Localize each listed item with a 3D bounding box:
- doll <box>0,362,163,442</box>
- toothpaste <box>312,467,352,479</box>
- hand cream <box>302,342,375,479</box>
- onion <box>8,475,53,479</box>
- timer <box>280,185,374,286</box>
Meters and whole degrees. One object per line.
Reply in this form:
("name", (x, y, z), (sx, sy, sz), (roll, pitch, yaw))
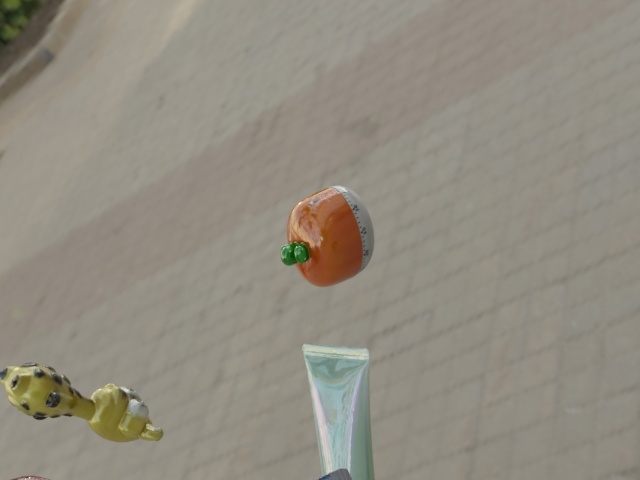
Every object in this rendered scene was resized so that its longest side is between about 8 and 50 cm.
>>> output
("doll", (-0.359, 0.250, 2.069), (0.117, 0.291, 0.086), (31, 95, 52))
("toothpaste", (0.013, 0.268, 0.853), (0.089, 0.234, 0.057), (-15, 5, -42))
("hand cream", (0.025, 0.201, 1.326), (0.078, 0.205, 0.050), (2, 13, 36))
("onion", (-0.360, 0.373, 1.639), (0.177, 0.177, 0.153), (-56, -17, -19))
("timer", (0.000, 0.000, 1.732), (0.136, 0.136, 0.099), (-50, 32, -7))
